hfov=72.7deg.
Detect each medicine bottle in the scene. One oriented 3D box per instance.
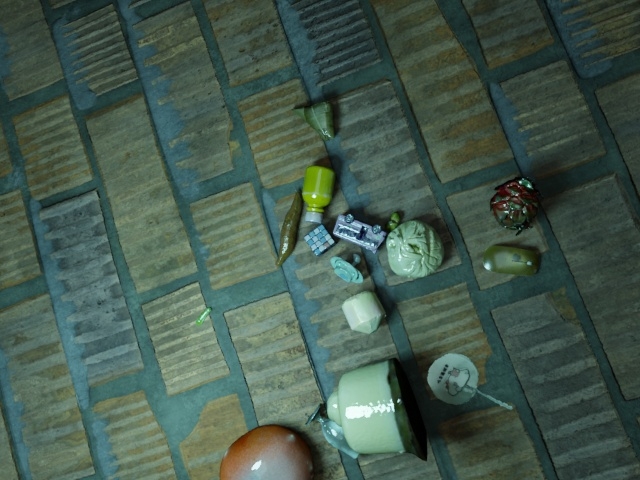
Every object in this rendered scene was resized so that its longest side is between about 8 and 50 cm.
[{"bbox_3d":[-0.013,-0.176,1.704,0.122,0.122,0.212,8,86,8],"label":"medicine bottle"}]

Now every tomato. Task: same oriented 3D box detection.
[{"bbox_3d":[-0.193,0.850,1.563,0.341,0.273,0.341,-1,85,7],"label":"tomato"}]

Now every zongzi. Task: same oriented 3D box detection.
[{"bbox_3d":[-0.029,-0.474,1.760,0.176,0.078,0.160,-7,85,17],"label":"zongzi"}]

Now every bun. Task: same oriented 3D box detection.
[{"bbox_3d":[0.353,0.032,1.633,0.229,0.145,0.229,-1,82,9],"label":"bun"}]

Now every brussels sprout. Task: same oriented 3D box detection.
[{"bbox_3d":[0.283,-0.073,1.695,0.046,0.051,0.083,24,89,-18],"label":"brussels sprout"}]

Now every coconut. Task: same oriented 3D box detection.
[{"bbox_3d":[0.167,0.276,1.634,0.147,0.147,0.152,-28,76,4],"label":"coconut"}]

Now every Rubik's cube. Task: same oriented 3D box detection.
[{"bbox_3d":[0.000,0.000,1.702,0.092,0.092,0.092,-35,82,3],"label":"Rubik's cube"}]

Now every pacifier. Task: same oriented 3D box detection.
[{"bbox_3d":[0.115,0.095,1.681,0.150,0.127,0.116,34,66,15],"label":"pacifier"}]

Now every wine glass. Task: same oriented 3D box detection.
[{"bbox_3d":[0.057,0.718,1.631,0.222,0.103,0.103,34,90,10],"label":"wine glass"}]

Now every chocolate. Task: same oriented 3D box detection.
[{"bbox_3d":[0.193,0.605,1.531,0.297,0.314,0.326,-25,86,13],"label":"chocolate"}]

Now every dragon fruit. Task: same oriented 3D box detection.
[{"bbox_3d":[0.713,-0.131,1.590,0.182,0.182,0.188,20,79,8],"label":"dragon fruit"}]

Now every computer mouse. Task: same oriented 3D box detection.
[{"bbox_3d":[0.715,0.077,1.631,0.199,0.045,0.102,9,89,8],"label":"computer mouse"}]

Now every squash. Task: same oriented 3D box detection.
[{"bbox_3d":[-0.477,0.308,1.771,0.027,0.027,0.089,35,88,9],"label":"squash"}]

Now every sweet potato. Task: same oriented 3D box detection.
[{"bbox_3d":[-0.125,-0.047,1.734,0.066,0.072,0.314,11,89,22],"label":"sweet potato"}]

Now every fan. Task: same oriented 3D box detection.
[{"bbox_3d":[0.563,0.552,1.627,0.329,0.009,0.190,27,88,9],"label":"fan"}]

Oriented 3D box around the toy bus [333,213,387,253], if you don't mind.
[{"bbox_3d":[0.153,-0.030,1.685,0.199,0.096,0.108,22,92,10],"label":"toy bus"}]
